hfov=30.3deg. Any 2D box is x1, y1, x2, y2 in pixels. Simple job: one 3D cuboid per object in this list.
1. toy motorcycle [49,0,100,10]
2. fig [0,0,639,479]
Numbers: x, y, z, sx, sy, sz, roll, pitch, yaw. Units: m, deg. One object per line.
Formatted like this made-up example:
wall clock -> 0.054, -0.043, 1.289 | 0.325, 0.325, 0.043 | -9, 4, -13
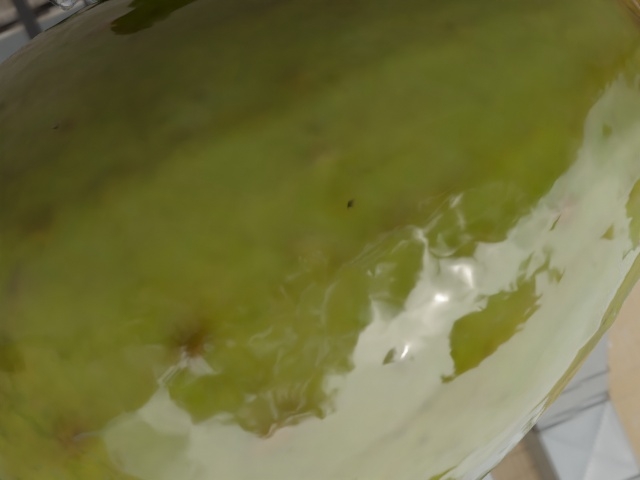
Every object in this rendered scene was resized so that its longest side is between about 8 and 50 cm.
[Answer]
toy motorcycle -> -0.110, -0.180, 0.873 | 0.127, 0.275, 0.205 | -61, -177, 0
fig -> 0.000, 0.000, 0.484 | 0.326, 0.258, 0.258 | -28, -174, 9
